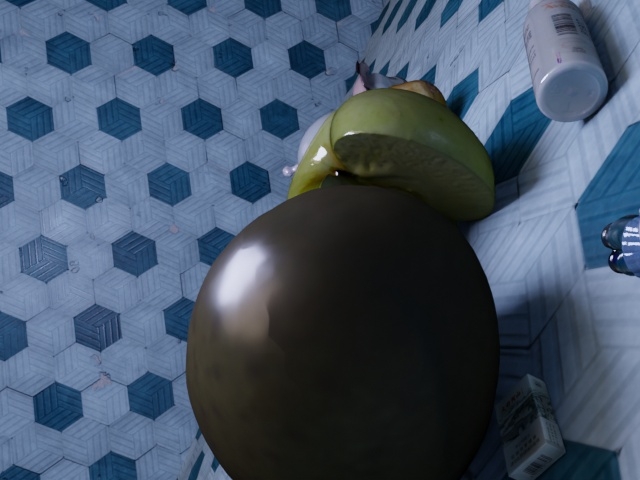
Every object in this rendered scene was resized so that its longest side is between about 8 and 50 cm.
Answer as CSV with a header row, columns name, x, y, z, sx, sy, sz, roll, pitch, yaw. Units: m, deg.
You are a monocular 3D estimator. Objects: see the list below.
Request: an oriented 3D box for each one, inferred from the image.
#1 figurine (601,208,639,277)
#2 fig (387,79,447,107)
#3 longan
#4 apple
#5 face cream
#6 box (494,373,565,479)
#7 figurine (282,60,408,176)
name,x,y,z,sx,sy,sz,roll,pitch,yaw
figurine,0.265,0.001,0.462,0.149,0.088,0.086,-175,73,-80
fig,0.180,-0.191,1.211,0.159,0.159,0.256,130,143,-53
longan,0.024,0.120,0.659,0.360,0.361,0.361,-60,11,21
apple,0.098,-0.065,0.884,0.292,0.254,0.291,-44,34,40
face cream,0.309,-0.254,0.814,0.082,0.082,0.268,-55,15,41
box,0.188,0.170,0.570,0.083,0.024,0.054,-81,17,-57
figurine,0.081,-0.256,1.560,0.361,0.211,0.253,-52,12,38
